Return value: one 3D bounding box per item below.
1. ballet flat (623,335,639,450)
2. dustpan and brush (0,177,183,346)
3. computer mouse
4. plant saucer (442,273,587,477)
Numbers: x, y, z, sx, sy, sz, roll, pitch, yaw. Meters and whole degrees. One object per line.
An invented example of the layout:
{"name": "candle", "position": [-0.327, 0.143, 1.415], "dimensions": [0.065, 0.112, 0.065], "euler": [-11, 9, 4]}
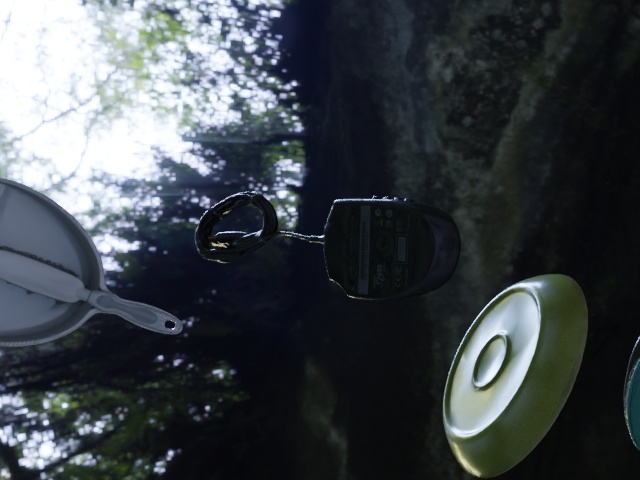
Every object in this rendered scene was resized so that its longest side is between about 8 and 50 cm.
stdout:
{"name": "ballet flat", "position": [0.258, 0.059, 0.620], "dimensions": [0.074, 0.074, 0.203], "euler": [24, -53, 40]}
{"name": "dustpan and brush", "position": [-0.228, 0.043, 0.806], "dimensions": [0.060, 0.211, 0.147], "euler": [-7, -119, 69]}
{"name": "computer mouse", "position": [0.000, 0.000, 0.648], "dimensions": [0.242, 0.041, 0.071], "euler": [7, -85, 40]}
{"name": "plant saucer", "position": [0.198, 0.137, 0.969], "dimensions": [0.241, 0.037, 0.241], "euler": [-57, -166, 22]}
